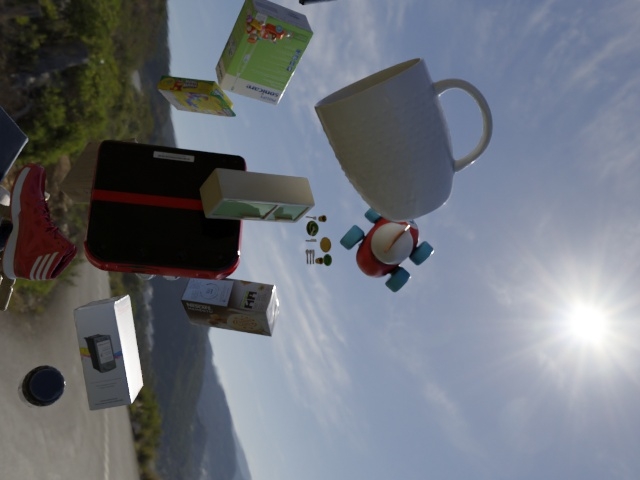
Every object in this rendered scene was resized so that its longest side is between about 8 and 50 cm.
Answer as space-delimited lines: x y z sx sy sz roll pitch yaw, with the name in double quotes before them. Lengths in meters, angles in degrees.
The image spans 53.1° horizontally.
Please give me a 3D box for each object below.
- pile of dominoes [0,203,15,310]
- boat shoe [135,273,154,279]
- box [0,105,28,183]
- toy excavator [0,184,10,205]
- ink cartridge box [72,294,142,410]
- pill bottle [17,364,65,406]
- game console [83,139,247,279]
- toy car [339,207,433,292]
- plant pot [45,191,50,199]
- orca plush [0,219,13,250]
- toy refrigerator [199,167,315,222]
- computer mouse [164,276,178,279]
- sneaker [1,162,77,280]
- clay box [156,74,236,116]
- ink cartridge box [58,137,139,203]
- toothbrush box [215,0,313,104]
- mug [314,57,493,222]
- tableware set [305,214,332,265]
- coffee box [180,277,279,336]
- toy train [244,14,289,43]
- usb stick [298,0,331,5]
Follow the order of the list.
"pile of dominoes" -0.767 0.035 1.496 0.040 0.196 0.251 24 82 -71
"boat shoe" -0.537 0.006 1.888 0.254 0.095 0.079 55 13 19
"box" -0.913 -0.277 1.396 0.395 0.293 0.212 62 28 -45
"toy excavator" -1.301 -0.229 2.100 0.445 0.433 0.222 50 48 -47
"ink cartridge box" -0.645 0.337 1.966 0.226 0.131 0.306 -171 -109 -84
"pill bottle" -0.848 0.446 1.953 0.219 0.122 0.123 -27 -101 57
"game console" -0.388 -0.079 1.637 0.060 0.386 0.342 124 -31 -66
"toy car" 0.204 -0.002 1.762 0.219 0.210 0.238 44 -15 1
"plant pot" -1.020 -0.146 2.283 0.081 0.081 0.083 37 -5 -29
"orca plush" -0.840 0.003 1.587 0.102 0.287 0.151 110 -23 -68
"toy refrigerator" -0.156 -0.106 1.621 0.102 0.269 0.094 -40 -122 45
"computer mouse" -0.421 0.045 2.010 0.106 0.193 0.042 29 -27 23
"sneaker" -0.510 -0.030 1.206 0.087 0.128 0.221 10 87 -85
"clay box" -0.362 -0.431 1.921 0.127 0.222 0.053 48 56 -63
"ink cartridge box" -0.675 -0.215 2.002 0.234 0.193 0.088 2 -35 35
"toothbrush box" -0.182 -0.596 2.024 0.283 0.206 0.122 -57 -145 35
"mug" 0.218 -0.240 1.512 0.276 0.374 0.328 -75 142 -69
"tableware set" 0.000 0.000 1.920 0.024 0.104 0.154 -5 -96 47
"coffee box" -0.252 0.182 1.815 0.141 0.246 0.098 86 15 -52
"toy train" -0.160 -0.579 1.811 0.046 0.125 0.166 -66 -167 -2
"usb stick" 0.077 -0.657 1.689 0.077 0.278 0.045 -139 -140 -79
